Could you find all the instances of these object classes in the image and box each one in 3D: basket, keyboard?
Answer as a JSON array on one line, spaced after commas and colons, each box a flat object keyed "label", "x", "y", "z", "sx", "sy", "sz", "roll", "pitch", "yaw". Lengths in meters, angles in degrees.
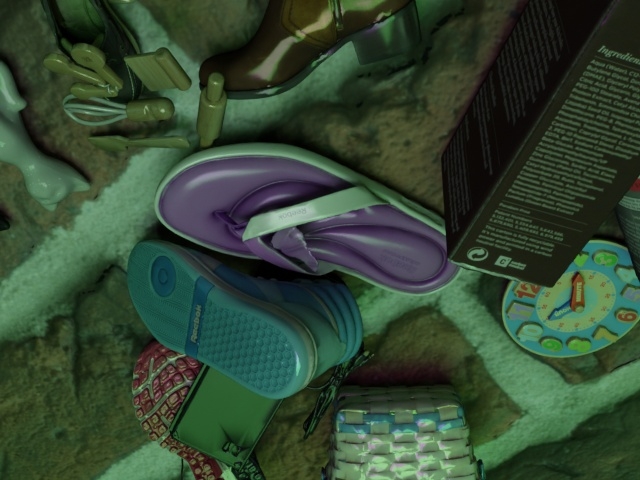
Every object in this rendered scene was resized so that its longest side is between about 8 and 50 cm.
[{"label": "basket", "x": 0.124, "y": 0.358, "z": 1.261, "sx": 0.255, "sy": 0.201, "sz": 0.288, "roll": -1, "pitch": 92, "yaw": 2}, {"label": "keyboard", "x": -0.056, "y": 0.183, "z": 1.210, "sx": 0.202, "sy": 0.033, "sz": 0.317, "roll": 29, "pitch": 101, "yaw": -9}]

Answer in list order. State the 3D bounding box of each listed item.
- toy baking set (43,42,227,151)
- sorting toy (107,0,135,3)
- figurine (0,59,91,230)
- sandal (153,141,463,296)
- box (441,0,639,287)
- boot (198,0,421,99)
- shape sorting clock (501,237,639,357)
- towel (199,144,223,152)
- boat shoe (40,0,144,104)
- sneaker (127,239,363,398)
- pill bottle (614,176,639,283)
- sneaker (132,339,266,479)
[{"label": "toy baking set", "x": -0.202, "y": -0.156, "z": 0.976, "sx": 0.197, "sy": 0.030, "sz": 0.256, "roll": 14, "pitch": 159, "yaw": -2}, {"label": "sorting toy", "x": -0.288, "y": -0.346, "z": 0.910, "sx": 0.348, "sy": 0.047, "sz": 0.196, "roll": 2, "pitch": 123, "yaw": -1}, {"label": "figurine", "x": -0.420, "y": -0.092, "z": 1.065, "sx": 0.215, "sy": 0.092, "sz": 0.209, "roll": -23, "pitch": 128, "yaw": 14}, {"label": "sandal", "x": 0.005, "y": -0.012, "z": 1.071, "sx": 0.416, "sy": 0.102, "sz": 0.169, "roll": 12, "pitch": 123, "yaw": -18}, {"label": "box", "x": 0.265, "y": -0.149, "z": 0.912, "sx": 0.143, "sy": 0.191, "sz": 0.381, "roll": 14, "pitch": 135, "yaw": -9}, {"label": "boot", "x": -0.049, "y": -0.304, "z": 0.912, "sx": 0.264, "sy": 0.096, "sz": 0.280, "roll": -12, "pitch": 118, "yaw": 18}, {"label": "shape sorting clock", "x": 0.352, "y": 0.084, "z": 1.192, "sx": 0.206, "sy": 0.040, "sz": 0.206, "roll": 0, "pitch": 124, "yaw": 1}, {"label": "towel", "x": -0.089, "y": -0.064, "z": 1.106, "sx": 0.148, "sy": 0.027, "sz": 0.110, "roll": 12, "pitch": 122, "yaw": -7}, {"label": "boat shoe", "x": -0.256, "y": -0.226, "z": 0.948, "sx": 0.080, "sy": 0.073, "sz": 0.223, "roll": -3, "pitch": 139, "yaw": 9}, {"label": "sneaker", "x": -0.086, "y": 0.085, "z": 1.115, "sx": 0.319, "sy": 0.208, "sz": 0.127, "roll": 31, "pitch": 114, "yaw": 31}, {"label": "pill bottle", "x": 0.453, "y": -0.023, "z": 1.039, "sx": 0.176, "sy": 0.176, "sz": 0.318, "roll": -22, "pitch": 120, "yaw": 14}, {"label": "sneaker", "x": -0.185, "y": 0.277, "z": 1.290, "sx": 0.121, "sy": 0.112, "sz": 0.299, "roll": -27, "pitch": 108, "yaw": -4}]
